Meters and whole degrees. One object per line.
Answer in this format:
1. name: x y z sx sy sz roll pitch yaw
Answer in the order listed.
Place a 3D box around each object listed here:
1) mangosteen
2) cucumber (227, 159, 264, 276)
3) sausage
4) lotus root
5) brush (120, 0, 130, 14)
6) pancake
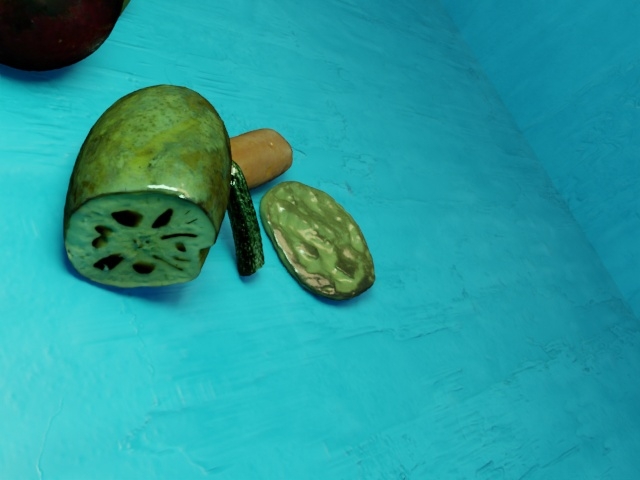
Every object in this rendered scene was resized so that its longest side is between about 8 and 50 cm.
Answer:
1. mangosteen: -0.468 -0.422 1.073 0.297 0.293 0.297 -9 105 -37
2. cucumber: -0.139 -0.041 1.174 0.052 0.058 0.215 -20 110 -29
3. sausage: -0.148 -0.156 1.316 0.114 0.113 0.259 54 36 5
4. lotus root: -0.260 -0.109 1.051 0.250 0.250 0.346 32 32 -25
5. brush: -0.444 -0.550 1.326 0.197 0.123 0.059 56 31 6
6. pancake: 0.000 0.000 1.391 0.294 0.049 0.295 28 39 -25
